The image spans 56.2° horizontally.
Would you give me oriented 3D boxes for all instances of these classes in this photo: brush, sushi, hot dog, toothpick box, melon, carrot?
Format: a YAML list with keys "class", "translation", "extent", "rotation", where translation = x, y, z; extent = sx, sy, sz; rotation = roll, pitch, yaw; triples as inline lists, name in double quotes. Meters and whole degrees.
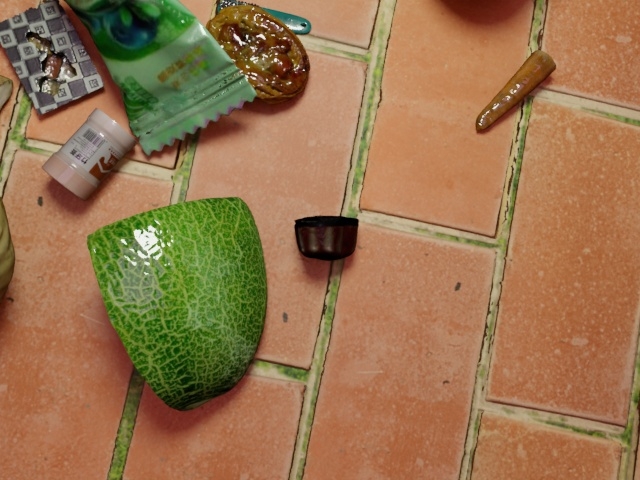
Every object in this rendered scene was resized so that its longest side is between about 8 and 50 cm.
- class: "brush"
  translation: [-0.113, -0.456, 1.216]
  extent: [0.193, 0.032, 0.043]
  rotation: [10, 83, -4]
- class: "sushi"
  translation: [-0.525, -0.356, 1.165]
  extent: [0.139, 0.031, 0.201]
  rotation: [-27, 91, -8]
- class: "hot dog"
  translation: [-0.128, -0.361, 1.175]
  extent: [0.227, 0.099, 0.160]
  rotation: [25, 86, -6]
- class: "toothpick box"
  translation: [-0.431, -0.161, 1.122]
  extent: [0.098, 0.098, 0.149]
  rotation: [39, 82, -1]
- class: "melon"
  translation: [-0.234, 0.120, 1.085]
  extent: [0.331, 0.226, 0.343]
  rotation: [-18, 84, -50]
- class: "carrot"
  translation: [0.397, -0.304, 1.248]
  extent: [0.061, 0.061, 0.209]
  rotation: [45, 86, -1]

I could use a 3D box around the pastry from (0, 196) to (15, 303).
- class: "pastry"
  translation: [-0.698, -0.006, 0.963]
  extent: [0.388, 0.312, 0.388]
  rotation: [-9, 130, -11]

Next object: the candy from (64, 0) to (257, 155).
- class: "candy"
  translation: [-0.322, -0.372, 1.087]
  extent: [0.263, 0.172, 0.398]
  rotation: [-24, 102, 25]

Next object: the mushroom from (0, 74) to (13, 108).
- class: "mushroom"
  translation: [-0.662, -0.230, 1.118]
  extent: [0.094, 0.072, 0.210]
  rotation: [27, 83, 6]

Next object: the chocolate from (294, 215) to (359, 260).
- class: "chocolate"
  translation: [0.000, 0.000, 1.142]
  extent: [0.125, 0.149, 0.080]
  rotation: [-7, 85, 31]
